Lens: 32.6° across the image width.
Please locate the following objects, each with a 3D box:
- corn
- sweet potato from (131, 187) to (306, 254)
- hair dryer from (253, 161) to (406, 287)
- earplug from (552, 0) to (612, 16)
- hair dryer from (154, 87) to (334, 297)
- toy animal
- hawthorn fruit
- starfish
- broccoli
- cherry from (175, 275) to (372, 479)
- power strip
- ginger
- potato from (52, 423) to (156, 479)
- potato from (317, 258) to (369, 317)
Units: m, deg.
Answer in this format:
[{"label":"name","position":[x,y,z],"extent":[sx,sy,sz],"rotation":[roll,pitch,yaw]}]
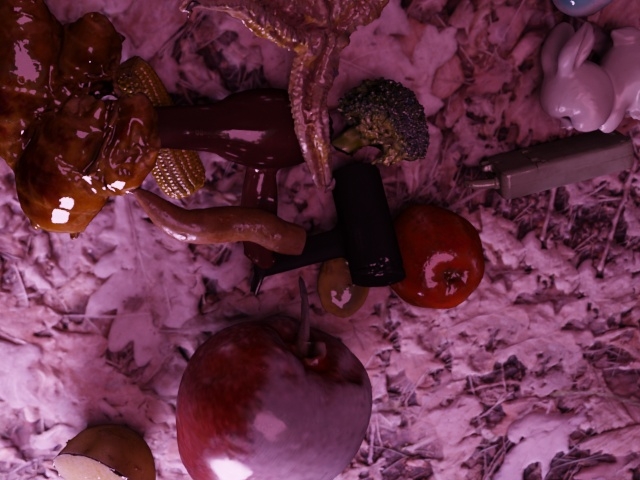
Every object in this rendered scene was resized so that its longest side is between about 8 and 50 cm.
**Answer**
[{"label":"corn","position":[-0.248,-0.169,1.675],"extent":[0.080,0.080,0.231],"rotation":[-25,116,-2]},{"label":"sweet potato","position":[-0.152,-0.023,1.633],"extent":[0.281,0.059,0.067],"rotation":[7,110,-26]},{"label":"hair dryer","position":[0.000,0.000,1.770],"extent":[0.251,0.197,0.089],"rotation":[-18,160,19]},{"label":"earplug","position":[0.460,-0.492,1.674],"extent":[0.185,0.185,0.324],"rotation":[22,113,-20]},{"label":"hair dryer","position":[-0.135,-0.064,1.692],"extent":[0.312,0.123,0.341],"rotation":[-8,114,-29]},{"label":"toy animal","position":[0.453,-0.267,1.771],"extent":[0.193,0.127,0.179],"rotation":[0,109,-12]},{"label":"hawthorn fruit","position":[0.184,0.032,1.803],"extent":[0.189,0.189,0.189],"rotation":[-5,112,-11]},{"label":"starfish","position":[0.009,-0.320,1.545],"extent":[0.398,0.132,0.384],"rotation":[-46,134,8]},{"label":"broccoli","position":[0.091,-0.178,1.735],"extent":[0.160,0.167,0.155],"rotation":[-33,83,31]},{"label":"cherry","position":[-0.077,0.285,1.799],"extent":[0.326,0.291,0.335],"rotation":[-11,132,-20]},{"label":"power strip","position":[0.374,-0.125,1.827],"extent":[0.288,0.093,0.053],"rotation":[-14,117,-7]},{"label":"ginger","position":[-0.373,-0.189,1.542],"extent":[0.274,0.152,0.358],"rotation":[-22,97,41]},{"label":"potato","position":[-0.341,0.381,1.855],"extent":[0.182,0.117,0.202],"rotation":[-16,125,40]},{"label":"potato","position":[0.043,0.060,1.837],"extent":[0.091,0.070,0.138],"rotation":[11,110,-19]}]
